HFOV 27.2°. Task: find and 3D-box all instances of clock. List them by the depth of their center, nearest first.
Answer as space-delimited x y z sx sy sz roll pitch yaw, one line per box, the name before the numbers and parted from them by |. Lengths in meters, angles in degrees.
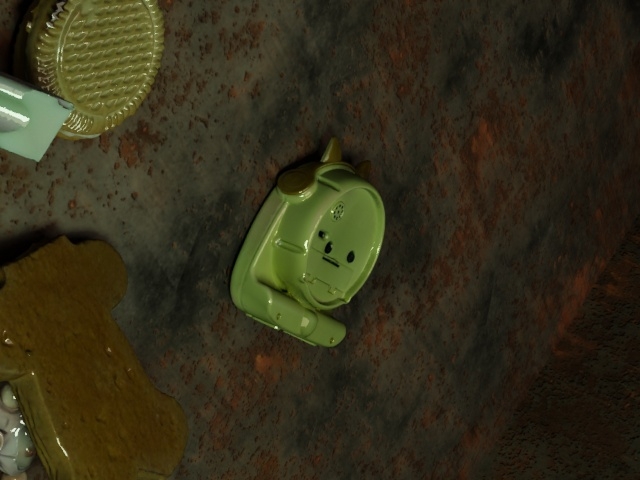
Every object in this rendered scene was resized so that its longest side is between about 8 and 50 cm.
clock | 0.000 0.000 2.322 0.286 0.117 0.348 29 84 -56

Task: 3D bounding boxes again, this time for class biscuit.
biscuit | -0.309 -0.256 1.784 0.259 0.079 0.259 -30 132 -42
biscuit | -0.337 0.192 1.836 0.394 0.076 0.368 64 26 -12

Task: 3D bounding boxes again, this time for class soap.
soap | -0.419 -0.170 1.600 0.230 0.145 0.091 23 93 -29

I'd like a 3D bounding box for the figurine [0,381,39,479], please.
figurine | -0.454 0.269 1.840 0.276 0.133 0.200 -25 137 -40
